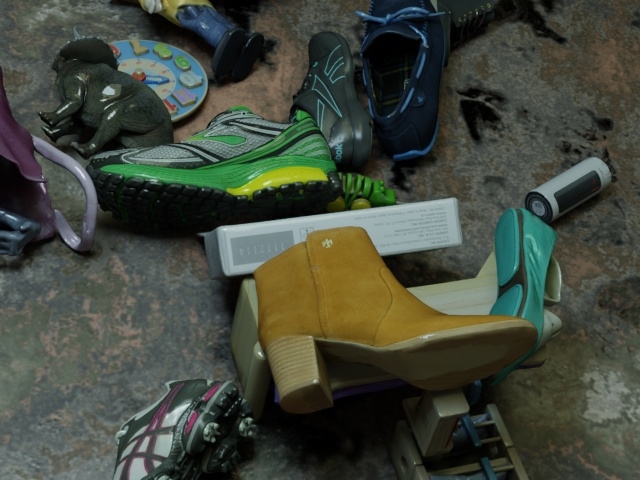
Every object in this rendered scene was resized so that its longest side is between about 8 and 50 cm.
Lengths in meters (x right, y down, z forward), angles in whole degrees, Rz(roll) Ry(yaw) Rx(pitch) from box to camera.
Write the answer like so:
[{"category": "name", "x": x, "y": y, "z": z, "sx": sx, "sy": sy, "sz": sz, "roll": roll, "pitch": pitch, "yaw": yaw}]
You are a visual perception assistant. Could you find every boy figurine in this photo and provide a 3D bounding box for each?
[{"category": "boy figurine", "x": -0.226, "y": -0.358, "z": 1.886, "sx": 0.285, "sy": 0.092, "sz": 0.177, "roll": 35, "pitch": 16, "yaw": 21}]

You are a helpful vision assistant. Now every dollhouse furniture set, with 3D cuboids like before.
[{"category": "dollhouse furniture set", "x": 0.171, "y": 0.232, "z": 1.385, "sx": 0.129, "sy": 0.183, "sz": 0.129, "roll": -8, "pitch": 51, "yaw": -17}]

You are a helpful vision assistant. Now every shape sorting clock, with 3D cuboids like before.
[{"category": "shape sorting clock", "x": -0.271, "y": -0.238, "z": 1.818, "sx": 0.206, "sy": 0.040, "sz": 0.206, "roll": 6, "pitch": 48, "yaw": -7}]

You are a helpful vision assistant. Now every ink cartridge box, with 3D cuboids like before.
[{"category": "ink cartridge box", "x": 0.000, "y": 0.000, "z": 1.562, "sx": 0.296, "sy": 0.261, "sz": 0.066, "roll": -7, "pitch": 89, "yaw": -13}]

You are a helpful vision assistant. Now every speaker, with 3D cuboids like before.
[{"category": "speaker", "x": 0.364, "y": -0.074, "z": 1.789, "sx": 0.136, "sy": 0.055, "sz": 0.055, "roll": -28, "pitch": 59, "yaw": -31}]

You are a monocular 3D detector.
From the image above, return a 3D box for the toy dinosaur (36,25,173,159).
[{"category": "toy dinosaur", "x": -0.284, "y": -0.175, "z": 1.679, "sx": 0.313, "sy": 0.121, "sz": 0.160, "roll": 37, "pitch": 75, "yaw": 15}]

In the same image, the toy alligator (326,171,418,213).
[{"category": "toy alligator", "x": 0.067, "y": -0.069, "z": 1.725, "sx": 0.190, "sy": 0.051, "sz": 0.056, "roll": 7, "pitch": 48, "yaw": -5}]

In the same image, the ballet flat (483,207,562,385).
[{"category": "ballet flat", "x": 0.244, "y": 0.069, "z": 1.423, "sx": 0.087, "sy": 0.083, "sz": 0.247, "roll": 23, "pitch": 52, "yaw": -13}]

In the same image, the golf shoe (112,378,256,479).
[{"category": "golf shoe", "x": -0.188, "y": 0.264, "z": 1.363, "sx": 0.120, "sy": 0.105, "sz": 0.273, "roll": 10, "pitch": 44, "yaw": 36}]

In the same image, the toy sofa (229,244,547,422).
[{"category": "toy sofa", "x": 0.081, "y": 0.133, "z": 1.481, "sx": 0.363, "sy": 0.150, "sz": 0.177, "roll": -8, "pitch": 55, "yaw": -18}]

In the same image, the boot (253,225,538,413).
[{"category": "boot", "x": 0.072, "y": 0.063, "z": 1.334, "sx": 0.295, "sy": 0.104, "sz": 0.211, "roll": -14, "pitch": 49, "yaw": 5}]

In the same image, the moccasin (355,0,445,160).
[{"category": "moccasin", "x": 0.126, "y": -0.285, "z": 1.839, "sx": 0.138, "sy": 0.117, "sz": 0.342, "roll": -19, "pitch": 53, "yaw": 18}]

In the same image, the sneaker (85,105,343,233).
[{"category": "sneaker", "x": -0.148, "y": -0.100, "z": 1.638, "sx": 0.344, "sy": 0.134, "sz": 0.146, "roll": -5, "pitch": 65, "yaw": -24}]

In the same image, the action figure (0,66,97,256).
[{"category": "action figure", "x": -0.444, "y": -0.175, "z": 1.590, "sx": 0.276, "sy": 0.248, "sz": 0.370, "roll": 0, "pitch": 43, "yaw": -24}]

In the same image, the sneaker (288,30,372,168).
[{"category": "sneaker", "x": 0.003, "y": -0.218, "z": 1.816, "sx": 0.106, "sy": 0.101, "sz": 0.267, "roll": -5, "pitch": 48, "yaw": -10}]

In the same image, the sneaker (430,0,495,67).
[{"category": "sneaker", "x": 0.229, "y": -0.355, "z": 1.995, "sx": 0.118, "sy": 0.083, "sz": 0.222, "roll": 9, "pitch": 46, "yaw": -4}]
